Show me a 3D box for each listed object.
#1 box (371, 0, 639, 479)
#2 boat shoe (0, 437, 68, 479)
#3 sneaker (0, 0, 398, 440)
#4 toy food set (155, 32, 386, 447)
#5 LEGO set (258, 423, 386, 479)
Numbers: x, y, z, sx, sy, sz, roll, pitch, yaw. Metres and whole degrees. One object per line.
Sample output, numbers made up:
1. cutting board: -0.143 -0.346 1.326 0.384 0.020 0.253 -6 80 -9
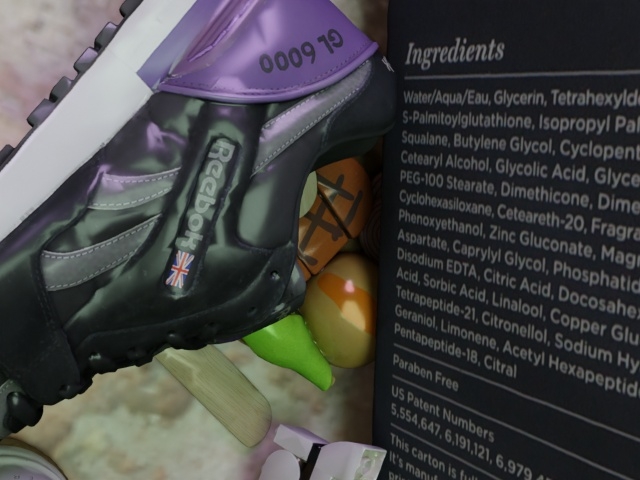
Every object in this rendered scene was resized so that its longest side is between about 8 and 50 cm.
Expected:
1. box: 0.201 0.000 0.402 0.293 0.212 0.396 -5 100 -33
2. boat shoe: -0.202 0.196 0.327 0.277 0.096 0.098 -48 114 -11
3. sneaker: -0.072 0.015 0.338 0.124 0.107 0.283 37 82 -8
4. toy food set: 0.000 0.000 0.423 0.192 0.038 0.132 -47 114 -11
5. LEGO set: -0.066 0.180 0.400 0.087 0.093 0.227 24 87 -49
